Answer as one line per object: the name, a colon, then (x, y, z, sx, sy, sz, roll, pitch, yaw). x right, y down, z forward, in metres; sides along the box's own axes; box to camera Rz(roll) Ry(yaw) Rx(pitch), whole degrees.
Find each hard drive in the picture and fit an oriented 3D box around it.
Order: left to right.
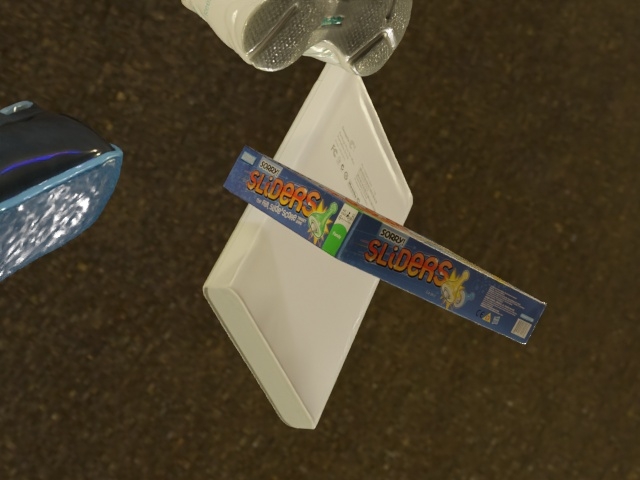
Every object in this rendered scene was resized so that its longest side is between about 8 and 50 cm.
hard drive: (0.000, 0.000, 1.240, 0.203, 0.040, 0.307, 63, 40, -38)

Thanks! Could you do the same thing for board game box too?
board game box: (0.046, 0.005, 0.871, 0.201, 0.136, 0.035, 25, 94, -43)

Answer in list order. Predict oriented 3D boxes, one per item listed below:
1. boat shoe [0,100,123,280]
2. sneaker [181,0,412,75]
boat shoe: (-0.218, -0.011, 0.678, 0.109, 0.089, 0.258, -59, 164, 27)
sneaker: (-0.007, -0.118, 0.631, 0.152, 0.061, 0.053, -6, 126, -55)
